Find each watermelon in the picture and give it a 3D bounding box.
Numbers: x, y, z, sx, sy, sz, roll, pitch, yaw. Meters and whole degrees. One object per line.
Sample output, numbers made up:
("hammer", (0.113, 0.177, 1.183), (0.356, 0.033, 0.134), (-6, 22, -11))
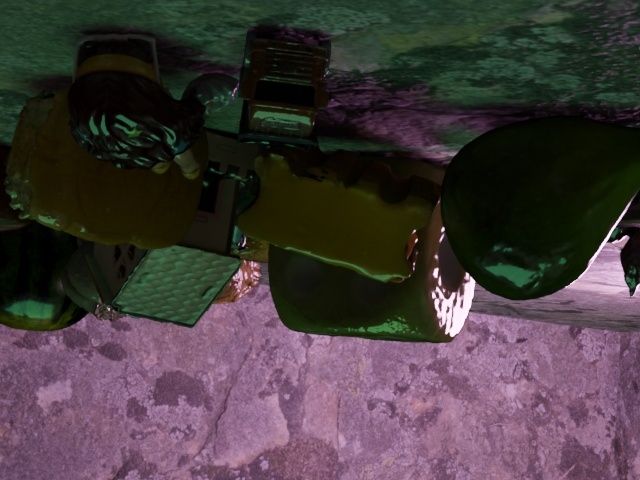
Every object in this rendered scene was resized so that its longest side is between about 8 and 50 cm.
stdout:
("watermelon", (-0.527, 0.048, 2.396), (0.268, 0.269, 0.269), (5, 173, 1))

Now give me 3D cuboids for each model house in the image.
("model house", (-0.195, -0.009, 1.755), (0.169, 0.244, 0.326), (15, 168, -31))

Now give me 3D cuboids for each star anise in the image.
("star anise", (0.446, -0.026, 1.679), (0.218, 0.148, 0.227), (-4, 164, 5))

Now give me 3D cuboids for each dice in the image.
("dice", (0.073, 0.017, 1.778), (0.233, 0.238, 0.227), (1, 172, 25))

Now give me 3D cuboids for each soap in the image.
("soap", (0.029, -0.041, 1.470), (0.204, 0.096, 0.324), (19, -171, 4))

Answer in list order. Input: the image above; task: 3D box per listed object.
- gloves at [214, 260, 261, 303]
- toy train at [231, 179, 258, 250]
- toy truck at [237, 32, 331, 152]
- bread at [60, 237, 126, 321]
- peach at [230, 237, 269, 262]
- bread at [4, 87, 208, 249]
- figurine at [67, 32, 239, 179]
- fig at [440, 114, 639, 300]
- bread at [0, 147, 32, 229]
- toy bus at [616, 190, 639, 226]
("gloves", (-0.222, 0.023, 2.299), (0.155, 0.203, 0.356), (-20, 167, 28))
("toy train", (-0.117, -0.035, 1.894), (0.149, 0.081, 0.099), (-25, -166, -38))
("toy truck", (-0.039, -0.134, 1.250), (0.083, 0.092, 0.192), (6, 172, -5))
("bread", (-0.262, -0.006, 2.003), (0.337, 0.183, 0.102), (-25, 148, -37))
("peach", (-0.019, -0.023, 2.023), (0.279, 0.068, 0.189), (-7, 155, -6))
("bread", (-0.246, -0.084, 1.512), (0.245, 0.174, 0.121), (14, -172, -44))
("figurine", (-0.178, -0.126, 1.313), (0.174, 0.116, 0.240), (4, 173, 12))
("fig", (0.269, -0.060, 1.405), (0.275, 0.206, 0.206), (-26, 156, 33))
("bread", (-0.591, -0.083, 1.943), (0.327, 0.114, 0.295), (4, 174, 0))
("toy bus", (0.389, -0.058, 1.578), (0.274, 0.090, 0.112), (0, 178, 30))
